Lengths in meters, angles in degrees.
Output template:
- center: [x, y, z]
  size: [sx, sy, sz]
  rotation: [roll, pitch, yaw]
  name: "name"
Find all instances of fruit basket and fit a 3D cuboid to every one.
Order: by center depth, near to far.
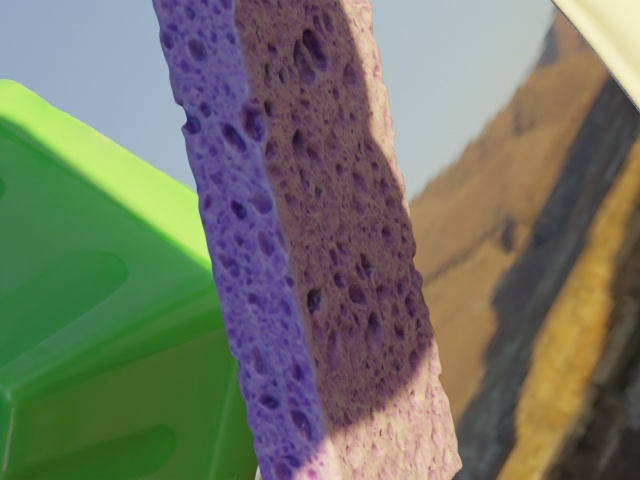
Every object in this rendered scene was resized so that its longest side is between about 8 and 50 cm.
- center: [-0.135, 0.091, 1.107]
  size: [0.392, 0.283, 0.392]
  rotation: [-39, -33, -32]
  name: "fruit basket"

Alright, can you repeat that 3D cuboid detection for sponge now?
- center: [0.000, 0.000, 0.624]
  size: [0.117, 0.031, 0.210]
  rotation: [-28, -73, -66]
  name: "sponge"

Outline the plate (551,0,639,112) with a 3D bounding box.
- center: [0.195, -0.079, 0.509]
  size: [0.278, 0.277, 0.045]
  rotation: [-115, 13, -57]
  name: "plate"
